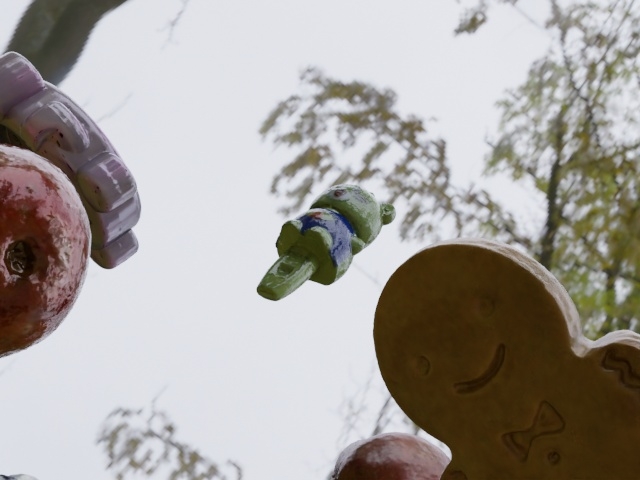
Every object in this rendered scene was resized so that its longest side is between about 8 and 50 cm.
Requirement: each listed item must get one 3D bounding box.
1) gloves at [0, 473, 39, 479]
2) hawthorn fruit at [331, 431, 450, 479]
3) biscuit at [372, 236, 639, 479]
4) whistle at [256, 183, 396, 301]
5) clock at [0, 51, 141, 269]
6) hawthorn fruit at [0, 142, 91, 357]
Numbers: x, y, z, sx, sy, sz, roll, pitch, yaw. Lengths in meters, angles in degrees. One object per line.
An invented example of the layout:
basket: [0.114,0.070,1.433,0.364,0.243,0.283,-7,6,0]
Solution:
gloves: [-0.279,0.286,1.127,0.219,0.140,0.131,3,-28,-8]
hawthorn fruit: [0.141,0.413,1.938,0.253,0.205,0.205,2,-43,-15]
biscuit: [0.190,0.155,1.112,0.275,0.052,0.355,-43,-99,34]
whistle: [0.000,0.000,1.441,0.105,0.227,0.085,18,-49,31]
clock: [-0.419,-0.117,1.915,0.322,0.113,0.295,42,-28,18]
hawthorn fruit: [-0.417,0.014,1.488,0.284,0.284,0.284,20,-46,22]
